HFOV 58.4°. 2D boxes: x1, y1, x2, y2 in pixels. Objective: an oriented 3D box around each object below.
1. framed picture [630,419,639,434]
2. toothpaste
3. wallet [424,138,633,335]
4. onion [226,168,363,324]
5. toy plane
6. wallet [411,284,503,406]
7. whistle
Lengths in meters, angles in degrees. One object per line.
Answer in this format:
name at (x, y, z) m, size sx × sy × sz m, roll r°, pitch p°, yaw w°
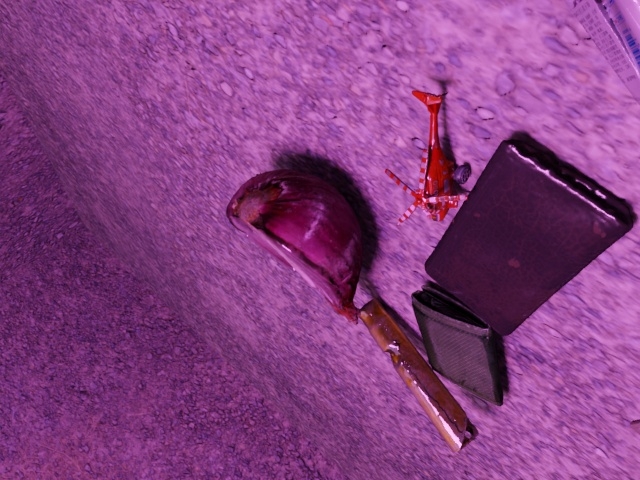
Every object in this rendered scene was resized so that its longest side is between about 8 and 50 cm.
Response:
framed picture at (0.512, 0.276, 0.775) m, size 0.109 × 0.011 × 0.149 m, roll 43°, pitch 154°, yaw 10°
toothpaste at (0.304, -0.125, 0.478) m, size 0.299 × 0.073 × 0.114 m, roll 49°, pitch -169°, yaw 0°
wallet at (0.256, 0.008, 0.771) m, size 0.170 × 0.044 × 0.321 m, roll 40°, pitch 150°, yaw 14°
onion at (0.000, 0.000, 1.043) m, size 0.348 × 0.159 × 0.267 m, roll 45°, pitch 170°, yaw -38°
toy plane at (0.143, -0.108, 0.757) m, size 0.126 × 0.077 × 0.194 m, roll 5°, pitch 123°, yaw 50°
wallet at (0.248, 0.190, 1.017) m, size 0.160 × 0.055 × 0.236 m, roll 29°, pitch 153°, yaw 42°
whistle at (0.186, 0.254, 1.116) m, size 0.326 × 0.068 × 0.057 m, roll 53°, pitch 149°, yaw 20°
